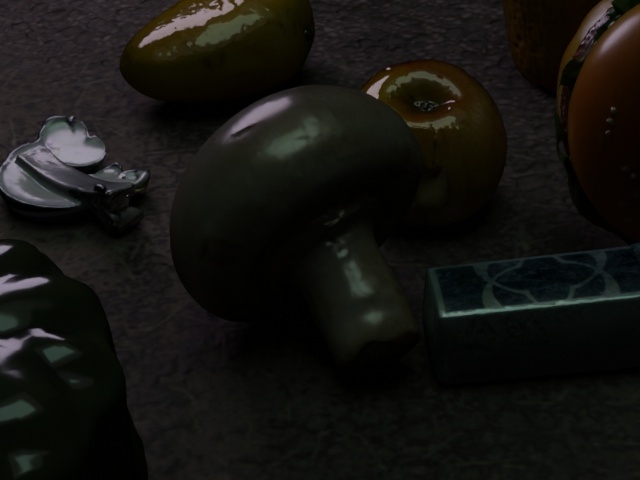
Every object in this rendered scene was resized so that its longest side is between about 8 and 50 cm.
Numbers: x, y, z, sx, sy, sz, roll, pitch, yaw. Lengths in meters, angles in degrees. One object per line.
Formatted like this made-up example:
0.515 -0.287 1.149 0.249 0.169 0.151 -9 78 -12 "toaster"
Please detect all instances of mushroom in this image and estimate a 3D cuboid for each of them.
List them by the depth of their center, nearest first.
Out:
-0.015 -0.010 1.323 0.206 0.206 0.209 -6 44 -5 "mushroom"

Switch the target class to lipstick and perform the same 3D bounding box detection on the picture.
0.220 0.050 1.318 0.289 0.076 0.077 -7 36 -2 "lipstick"

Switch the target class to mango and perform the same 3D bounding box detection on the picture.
-0.096 -0.185 1.680 0.195 0.098 0.137 -21 40 -13 "mango"

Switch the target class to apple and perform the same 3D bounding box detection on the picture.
0.085 -0.085 1.483 0.146 0.146 0.146 -2 34 1 "apple"

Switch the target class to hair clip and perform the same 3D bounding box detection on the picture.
-0.218 -0.056 1.536 0.116 0.049 0.172 -24 36 -36 "hair clip"

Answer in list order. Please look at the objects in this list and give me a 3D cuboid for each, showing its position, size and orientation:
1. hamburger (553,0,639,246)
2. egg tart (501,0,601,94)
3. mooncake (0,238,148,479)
0.301 -0.092 1.380 0.246 0.246 0.170 -2 21 0 "hamburger"
0.262 -0.240 1.667 0.215 0.171 0.215 -3 34 2 "egg tart"
-0.290 0.135 1.122 0.356 0.194 0.356 -1 33 1 "mooncake"
